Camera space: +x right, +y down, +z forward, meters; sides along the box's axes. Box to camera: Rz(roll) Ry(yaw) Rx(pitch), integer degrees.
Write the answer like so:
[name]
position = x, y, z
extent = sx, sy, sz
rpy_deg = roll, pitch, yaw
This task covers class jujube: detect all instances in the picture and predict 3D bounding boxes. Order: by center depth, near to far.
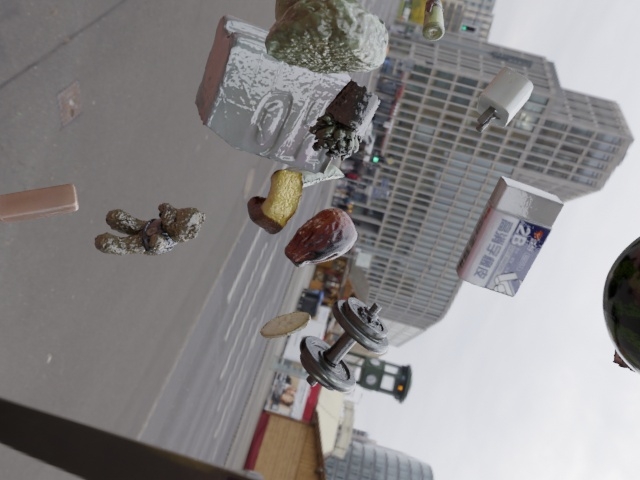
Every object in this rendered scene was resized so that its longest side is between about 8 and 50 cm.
[jujube]
position = 0.000, 0.000, 1.683
extent = 0.236, 0.168, 0.168
rpy_deg = -34, 171, -6

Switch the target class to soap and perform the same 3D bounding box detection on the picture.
[soap]
position = -0.134, -0.415, 1.589
extent = 0.350, 0.434, 0.213
rpy_deg = -58, -143, 28

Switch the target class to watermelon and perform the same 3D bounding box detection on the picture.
[watermelon]
position = 0.564, 0.097, 0.807
extent = 0.269, 0.268, 0.269
rpy_deg = 15, 90, -87

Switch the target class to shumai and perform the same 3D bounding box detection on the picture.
[shumai]
position = 0.022, -0.471, 1.105
extent = 0.225, 0.260, 0.222
rpy_deg = 53, 49, -86

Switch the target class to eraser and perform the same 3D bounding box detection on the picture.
[eraser]
position = 0.363, -0.005, 1.041
extent = 0.068, 0.124, 0.210
rpy_deg = -76, -174, -66

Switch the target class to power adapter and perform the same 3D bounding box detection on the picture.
[power adapter]
position = 0.597, -0.456, 1.805
extent = 0.205, 0.125, 0.130
rpy_deg = -49, 164, -6

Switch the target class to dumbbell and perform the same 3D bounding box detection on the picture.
[dumbbell]
position = 0.063, 0.280, 1.428
extent = 0.290, 0.192, 0.192
rpy_deg = -50, -178, 11

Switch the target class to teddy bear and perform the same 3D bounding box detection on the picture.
[teddy bear]
position = -0.404, -0.021, 1.310
extent = 0.129, 0.251, 0.182
rpy_deg = 78, 5, -48

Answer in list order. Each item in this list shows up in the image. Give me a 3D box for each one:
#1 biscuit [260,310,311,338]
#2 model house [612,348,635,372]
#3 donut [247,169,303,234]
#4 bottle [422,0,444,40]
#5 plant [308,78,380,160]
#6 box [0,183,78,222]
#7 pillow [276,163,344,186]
[biscuit]
position = -0.096, 0.231, 1.474
extent = 0.152, 0.151, 0.020
rpy_deg = -67, 141, -72
[model house]
position = 0.917, 0.232, 1.476
extent = 0.196, 0.159, 0.254
rpy_deg = 19, 75, -76
[donut]
position = -0.138, -0.108, 1.564
extent = 0.217, 0.085, 0.141
rpy_deg = -46, -142, 32
[bottle]
position = 0.247, -0.489, 1.174
extent = 0.063, 0.047, 0.101
rpy_deg = 110, -14, -64
[plant]
position = 0.043, -0.215, 0.973
extent = 0.143, 0.094, 0.092
rpy_deg = -59, 172, 8
[box]
position = -0.449, -0.059, 0.854
extent = 0.025, 0.115, 0.048
rpy_deg = 108, -36, -59
[pillow]
position = -0.034, -0.235, 1.871
extent = 0.229, 0.128, 0.051
rpy_deg = -19, 134, -38
